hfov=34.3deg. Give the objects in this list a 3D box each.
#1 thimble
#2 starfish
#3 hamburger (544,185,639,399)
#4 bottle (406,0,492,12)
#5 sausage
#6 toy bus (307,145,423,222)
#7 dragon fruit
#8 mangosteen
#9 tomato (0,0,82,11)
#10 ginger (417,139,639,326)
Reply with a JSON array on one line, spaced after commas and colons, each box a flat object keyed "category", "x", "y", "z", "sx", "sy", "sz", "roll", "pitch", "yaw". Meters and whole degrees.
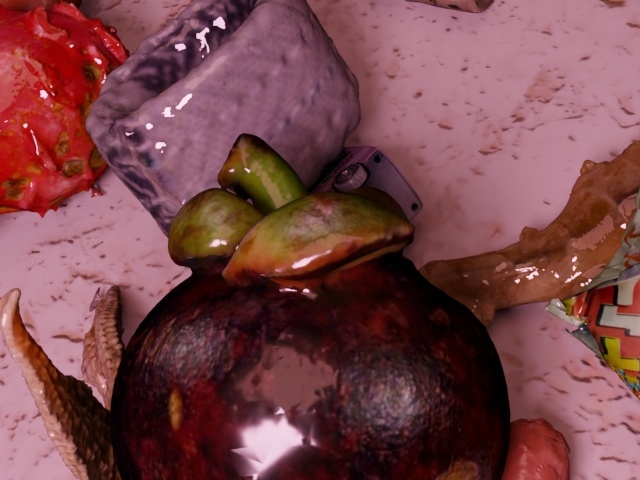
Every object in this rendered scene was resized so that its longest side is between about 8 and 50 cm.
[{"category": "thimble", "x": -0.086, "y": -0.122, "z": 0.963, "sx": 0.217, "sy": 0.157, "sz": 0.245, "roll": -5, "pitch": 41, "yaw": 46}, {"category": "starfish", "x": -0.201, "y": 0.199, "z": 0.790, "sx": 0.132, "sy": 0.384, "sz": 0.398, "roll": 11, "pitch": 77, "yaw": 2}, {"category": "hamburger", "x": 0.333, "y": 0.033, "z": 0.762, "sx": 0.260, "sy": 0.150, "sz": 0.276, "roll": 32, "pitch": 109, "yaw": 25}, {"category": "bottle", "x": 0.107, "y": -0.295, "z": 1.083, "sx": 0.152, "sy": 0.099, "sz": 0.099, "roll": 18, "pitch": 67, "yaw": 29}, {"category": "sausage", "x": 0.147, "y": 0.204, "z": 0.784, "sx": 0.076, "sy": 0.076, "sz": 0.141, "roll": 10, "pitch": 62, "yaw": 22}, {"category": "toy bus", "x": 0.000, "y": 0.000, "z": 0.937, "sx": 0.178, "sy": 0.087, "sz": 0.098, "roll": -46, "pitch": 26, "yaw": -13}, {"category": "dragon fruit", "x": -0.305, "y": -0.121, "z": 1.047, "sx": 0.205, "sy": 0.210, "sz": 0.268, "roll": 26, "pitch": 76, "yaw": 46}, {"category": "mangosteen", "x": -0.010, "y": 0.111, "z": 0.752, "sx": 0.311, "sy": 0.311, "sz": 0.311, "roll": -8, "pitch": 58, "yaw": 13}, {"category": "tomato", "x": -0.363, "y": -0.267, "z": 1.192, "sx": 0.225, "sy": 0.085, "sz": 0.225, "roll": -20, "pitch": 31, "yaw": 13}, {"category": "ginger", "x": 0.239, "y": 0.001, "z": 0.879, "sx": 0.333, "sy": 0.081, "sz": 0.148, "roll": -19, "pitch": 79, "yaw": 9}]
